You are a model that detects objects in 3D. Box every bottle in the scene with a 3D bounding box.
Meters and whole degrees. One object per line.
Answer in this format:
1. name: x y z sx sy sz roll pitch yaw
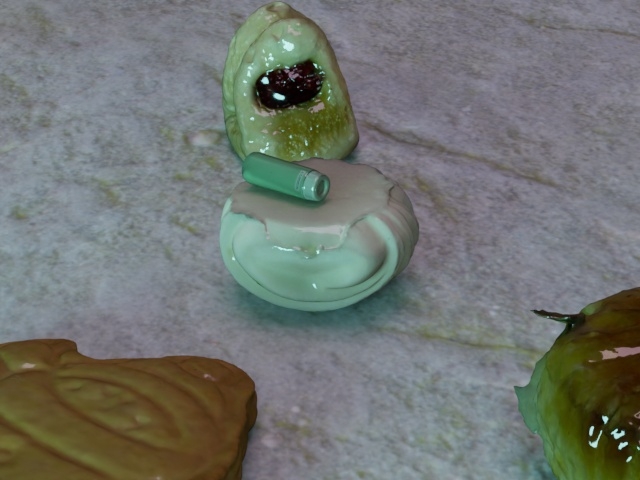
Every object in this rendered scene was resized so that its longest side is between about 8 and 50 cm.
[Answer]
1. bottle: -0.031 -0.056 1.355 0.083 0.030 0.030 18 36 35

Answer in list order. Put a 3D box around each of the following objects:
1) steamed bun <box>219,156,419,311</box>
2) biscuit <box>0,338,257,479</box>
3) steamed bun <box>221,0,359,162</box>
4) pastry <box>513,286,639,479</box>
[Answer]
1. steamed bun: 0.000 0.000 1.389 0.182 0.106 0.183 -2 27 1
2. biscuit: -0.212 0.159 1.149 0.312 0.057 0.351 15 28 28
3. steamed bun: -0.035 -0.175 1.634 0.140 0.155 0.172 -10 31 -10
4. pastry: 0.320 0.131 1.115 0.329 0.136 0.330 -2 29 1
